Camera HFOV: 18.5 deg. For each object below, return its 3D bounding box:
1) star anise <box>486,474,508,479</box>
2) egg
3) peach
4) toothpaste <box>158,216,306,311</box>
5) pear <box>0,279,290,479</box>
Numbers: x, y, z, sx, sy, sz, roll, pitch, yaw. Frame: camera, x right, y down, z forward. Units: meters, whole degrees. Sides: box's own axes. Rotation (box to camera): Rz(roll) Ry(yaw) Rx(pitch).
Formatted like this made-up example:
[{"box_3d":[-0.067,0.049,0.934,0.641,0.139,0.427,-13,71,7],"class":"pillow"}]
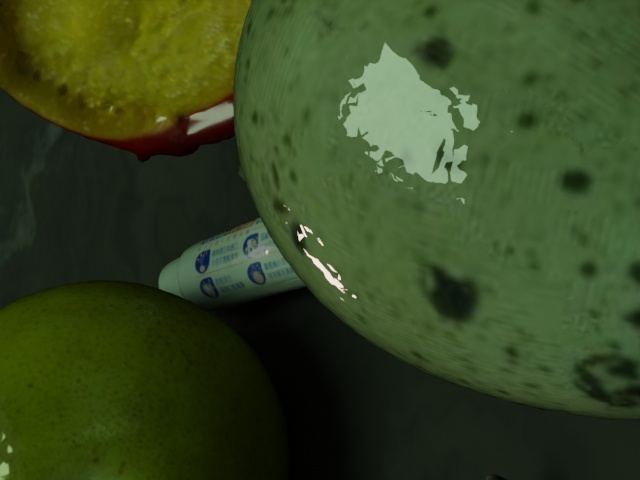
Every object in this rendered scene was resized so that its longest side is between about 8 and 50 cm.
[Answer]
[{"box_3d":[0.073,0.154,0.727,0.141,0.042,0.141,-4,85,57],"class":"star anise"},{"box_3d":[0.074,-0.033,0.634,0.228,0.177,0.177,39,118,34],"class":"egg"},{"box_3d":[-0.066,-0.147,0.822,0.196,0.190,0.226,13,91,44],"class":"peach"},{"box_3d":[0.000,0.000,0.853,0.218,0.033,0.052,-19,76,49],"class":"toothpaste"},{"box_3d":[-0.099,0.106,0.884,0.216,0.166,0.180,-159,62,-79],"class":"pear"}]
